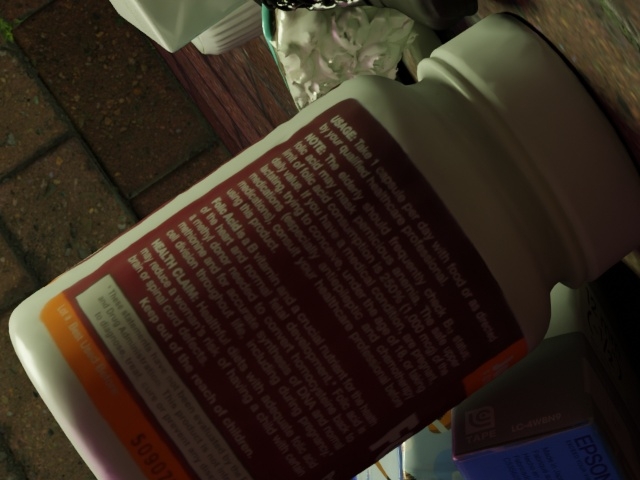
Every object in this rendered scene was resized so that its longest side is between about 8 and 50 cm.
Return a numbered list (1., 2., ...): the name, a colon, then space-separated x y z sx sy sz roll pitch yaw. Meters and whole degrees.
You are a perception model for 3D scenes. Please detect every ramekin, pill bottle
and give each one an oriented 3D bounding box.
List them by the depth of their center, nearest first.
1. pill bottle: 0.011 0.032 1.218 0.224 0.392 0.224 55 176 6
2. ramekin: -0.127 -0.300 1.985 0.207 0.109 0.207 54 175 7

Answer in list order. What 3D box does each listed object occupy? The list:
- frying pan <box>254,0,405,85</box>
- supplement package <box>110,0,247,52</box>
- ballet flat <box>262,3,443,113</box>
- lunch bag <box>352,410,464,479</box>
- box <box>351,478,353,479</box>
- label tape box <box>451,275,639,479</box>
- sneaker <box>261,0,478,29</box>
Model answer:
1. frying pan: 0.010 -0.183 1.772 0.197 0.053 0.326 57 176 -22
2. supplement package: -0.143 -0.311 1.682 0.177 0.175 0.293 55 175 -20
3. ballet flat: 0.050 -0.098 1.496 0.147 0.147 0.409 53 174 23
4. lunch bag: 0.092 0.167 1.811 0.243 0.115 0.303 146 126 -75
5. box: 0.062 0.262 2.295 0.312 0.179 0.343 54 -175 9
6. label tape box: 0.195 0.112 1.427 0.347 0.115 0.249 -84 -30 -49
7. sneaker: 0.009 -0.199 1.255 0.109 0.130 0.286 61 171 -33
